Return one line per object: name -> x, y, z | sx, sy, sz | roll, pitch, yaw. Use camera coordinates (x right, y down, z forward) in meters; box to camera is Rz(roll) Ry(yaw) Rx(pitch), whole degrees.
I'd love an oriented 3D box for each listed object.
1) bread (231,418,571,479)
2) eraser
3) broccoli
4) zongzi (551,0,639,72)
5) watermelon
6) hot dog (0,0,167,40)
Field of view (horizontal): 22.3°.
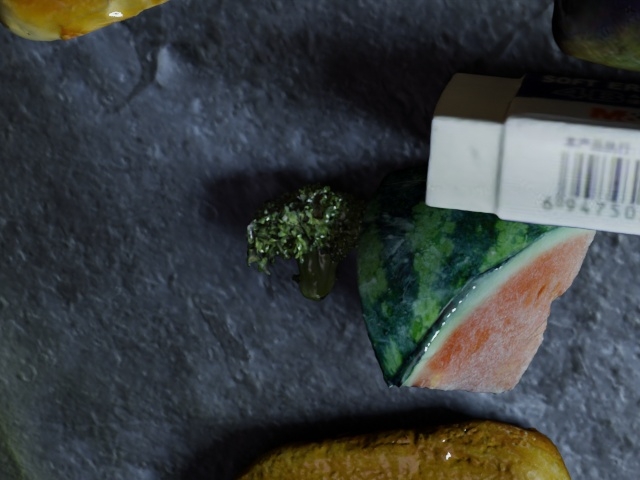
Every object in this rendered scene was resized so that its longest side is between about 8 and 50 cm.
bread -> 0.044, 0.220, 1.370 | 0.344, 0.084, 0.124 | -9, 88, 18
eraser -> 0.222, -0.062, 1.176 | 0.279, 0.124, 0.081 | 7, 114, 11
broccoli -> 0.000, 0.000, 1.288 | 0.095, 0.097, 0.092 | 16, 115, 42
zongzi -> 0.321, -0.261, 1.062 | 0.403, 0.432, 0.208 | 20, 146, -35
watermelon -> 0.126, 0.049, 1.238 | 0.202, 0.207, 0.136 | 42, 144, -24
hot dog -> -0.071, -0.293, 1.114 | 0.405, 0.185, 0.223 | -16, 110, 20
